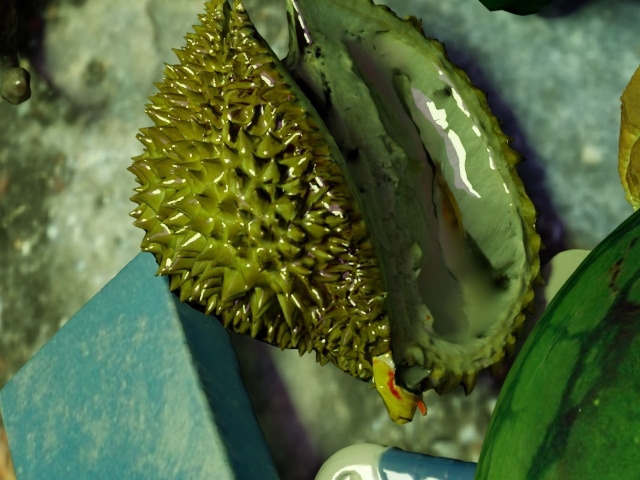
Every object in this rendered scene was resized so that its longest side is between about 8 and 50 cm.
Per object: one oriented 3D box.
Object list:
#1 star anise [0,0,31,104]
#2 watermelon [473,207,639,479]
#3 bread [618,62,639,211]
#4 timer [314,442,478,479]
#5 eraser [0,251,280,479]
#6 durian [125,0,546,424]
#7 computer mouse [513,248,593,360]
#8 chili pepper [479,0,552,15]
[{"bbox_3d":[-0.204,-0.165,0.970,0.209,0.089,0.231,-15,66,31],"label":"star anise"},{"bbox_3d":[0.216,0.129,0.596,0.363,0.363,0.363,-5,76,21],"label":"watermelon"},{"bbox_3d":[0.204,-0.054,0.768,0.140,0.069,0.128,-11,55,6],"label":"bread"},{"bbox_3d":[0.060,0.228,0.777,0.178,0.078,0.253,6,80,22],"label":"timer"},{"bbox_3d":[-0.070,0.161,0.807,0.144,0.043,0.312,-43,49,25],"label":"eraser"},{"bbox_3d":[0.000,0.000,0.809,0.138,0.193,0.237,-43,39,36],"label":"durian"},{"bbox_3d":[0.167,0.048,0.791,0.182,0.056,0.089,9,76,24],"label":"computer mouse"},{"bbox_3d":[0.101,-0.242,0.818,0.165,0.174,0.261,-11,82,11],"label":"chili pepper"}]
